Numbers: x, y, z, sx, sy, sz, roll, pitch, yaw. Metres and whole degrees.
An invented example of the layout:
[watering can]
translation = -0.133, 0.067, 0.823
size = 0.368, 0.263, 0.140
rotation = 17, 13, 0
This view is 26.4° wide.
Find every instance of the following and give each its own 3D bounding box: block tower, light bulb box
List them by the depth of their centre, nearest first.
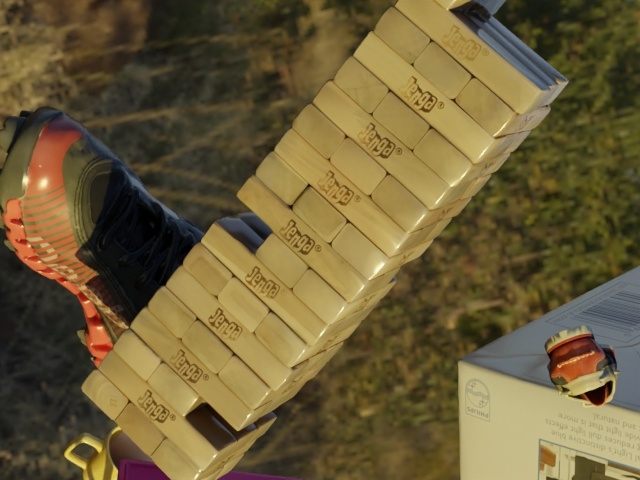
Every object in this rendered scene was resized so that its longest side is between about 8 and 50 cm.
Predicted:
[block tower]
translation = 0.000, 0.000, 0.766
size = 0.097, 0.335, 0.091
rotation = 42, 19, 11
[light bulb box]
translation = 0.319, 0.245, 1.257
size = 0.358, 0.225, 0.361
rotation = -20, 114, -44

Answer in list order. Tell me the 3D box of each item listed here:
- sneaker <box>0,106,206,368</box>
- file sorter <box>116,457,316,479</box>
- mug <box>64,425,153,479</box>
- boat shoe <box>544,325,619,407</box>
[sneaker]
translation = -0.120, 0.013, 0.909
size = 0.098, 0.135, 0.276
rotation = -64, 152, -29
[file sorter]
translation = -0.036, 0.327, 1.113
size = 0.202, 0.290, 0.182
rotation = -97, -162, -57
[mug]
translation = -0.197, 0.208, 1.285
size = 0.078, 0.064, 0.062
rotation = 52, 36, 0
[boat shoe]
translation = 0.183, 0.094, 0.936
size = 0.043, 0.049, 0.137
rotation = 69, 9, 21
